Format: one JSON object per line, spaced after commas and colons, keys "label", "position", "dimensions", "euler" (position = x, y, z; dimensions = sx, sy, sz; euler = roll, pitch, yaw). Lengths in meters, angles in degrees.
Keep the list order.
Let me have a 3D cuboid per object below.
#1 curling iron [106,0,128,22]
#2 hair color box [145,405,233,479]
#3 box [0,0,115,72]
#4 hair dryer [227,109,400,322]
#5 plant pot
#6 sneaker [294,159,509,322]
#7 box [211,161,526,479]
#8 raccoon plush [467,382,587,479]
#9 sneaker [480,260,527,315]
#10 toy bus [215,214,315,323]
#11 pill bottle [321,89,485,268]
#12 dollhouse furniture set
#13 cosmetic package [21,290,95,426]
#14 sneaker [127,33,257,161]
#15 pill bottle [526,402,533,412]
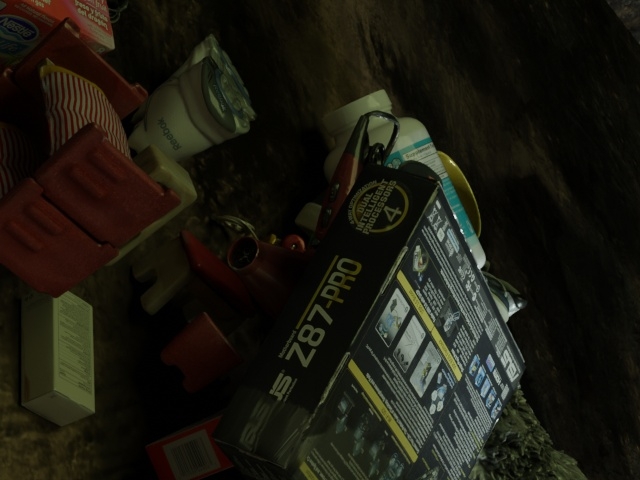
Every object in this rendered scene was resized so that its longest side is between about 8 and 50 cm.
{"label": "curling iron", "position": [-0.295, -0.346, 1.877], "dimensions": [0.274, 0.035, 0.068], "euler": [54, 27, -22]}
{"label": "hair color box", "position": [-0.089, 0.192, 1.724], "dimensions": [0.167, 0.093, 0.053], "euler": [-15, 82, -65]}
{"label": "box", "position": [-0.325, -0.242, 1.620], "dimensions": [0.257, 0.128, 0.122], "euler": [25, 46, -53]}
{"label": "hair dryer", "position": [0.000, 0.000, 1.779], "dimensions": [0.293, 0.080, 0.223], "euler": [-26, 106, -53]}
{"label": "plant pot", "position": [0.145, -0.043, 2.381], "dimensions": [0.134, 0.095, 0.134], "euler": [44, 33, -38]}
{"label": "sneaker", "position": [0.117, -0.010, 2.028], "dimensions": [0.350, 0.148, 0.131], "euler": [30, -16, 47]}
{"label": "box", "position": [0.066, 0.158, 1.751], "dimensions": [0.318, 0.097, 0.395], "euler": [-62, 150, -19]}
{"label": "raccoon plush", "position": [0.319, 0.288, 2.045], "dimensions": [0.216, 0.446, 0.299], "euler": [-87, 176, -75]}
{"label": "sneaker", "position": [0.223, 0.128, 2.335], "dimensions": [0.086, 0.132, 0.228], "euler": [22, 49, -55]}
{"label": "toy bus", "position": [-0.013, 0.064, 1.965], "dimensions": [0.191, 0.202, 0.104], "euler": [39, 65, -54]}
{"label": "pill bottle", "position": [0.097, -0.057, 2.245], "dimensions": [0.264, 0.146, 0.146], "euler": [64, 25, 0]}
{"label": "dollhouse furniture set", "position": [-0.160, -0.007, 1.635], "dimensions": [0.374, 0.152, 0.201], "euler": [43, 15, -38]}
{"label": "cosmetic package", "position": [-0.238, 0.103, 1.577], "dimensions": [0.060, 0.041, 0.115], "euler": [40, 35, -45]}
{"label": "sneaker", "position": [-0.148, -0.148, 1.908], "dimensions": [0.111, 0.129, 0.297], "euler": [60, 7, -6]}
{"label": "pill bottle", "position": [0.174, 0.205, 2.189], "dimensions": [0.215, 0.117, 0.117], "euler": [41, 34, -40]}
